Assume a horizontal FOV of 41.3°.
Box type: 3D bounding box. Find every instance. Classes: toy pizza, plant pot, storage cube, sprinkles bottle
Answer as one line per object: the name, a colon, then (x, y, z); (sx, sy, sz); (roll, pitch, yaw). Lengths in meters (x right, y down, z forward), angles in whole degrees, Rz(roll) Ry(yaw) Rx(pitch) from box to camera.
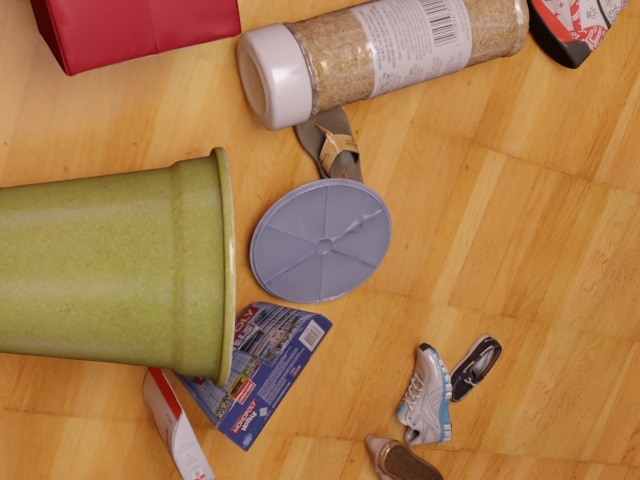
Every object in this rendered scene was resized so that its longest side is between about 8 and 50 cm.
toy pizza: (0.000, 0.000, 1.149); (0.201, 0.032, 0.201); (-10, 126, -15)
plant pot: (-0.237, 0.032, 0.954); (0.254, 0.276, 0.276); (-1, 111, -12)
storage cube: (-0.205, -0.296, 0.843); (0.184, 0.215, 0.193); (-19, 123, -18)
sprinkles bottle: (0.080, -0.240, 1.048); (0.355, 0.121, 0.121); (-20, 118, -17)

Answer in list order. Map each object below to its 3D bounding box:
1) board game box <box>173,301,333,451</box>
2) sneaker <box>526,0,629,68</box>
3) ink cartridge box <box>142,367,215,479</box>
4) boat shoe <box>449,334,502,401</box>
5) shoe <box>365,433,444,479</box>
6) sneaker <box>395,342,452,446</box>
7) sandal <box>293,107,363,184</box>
board game box: (-0.107, 0.156, 1.107); (0.060, 0.194, 0.194); (47, 67, -29)
sneaker: (0.315, -0.367, 1.128); (0.145, 0.090, 0.270); (-49, 126, -1)
ink cartridge box: (-0.203, 0.215, 1.090); (0.045, 0.145, 0.179); (-29, 120, -14)
boat shoe: (0.247, 0.211, 1.363); (0.046, 0.038, 0.125); (34, 94, -32)
shoe: (0.141, 0.381, 1.381); (0.076, 0.058, 0.219); (-52, 128, -21)
sneaker: (0.156, 0.249, 1.321); (0.083, 0.071, 0.190); (-14, 116, -13)
sandal: (0.022, -0.110, 1.118); (0.072, 0.049, 0.180); (-28, 121, -11)
